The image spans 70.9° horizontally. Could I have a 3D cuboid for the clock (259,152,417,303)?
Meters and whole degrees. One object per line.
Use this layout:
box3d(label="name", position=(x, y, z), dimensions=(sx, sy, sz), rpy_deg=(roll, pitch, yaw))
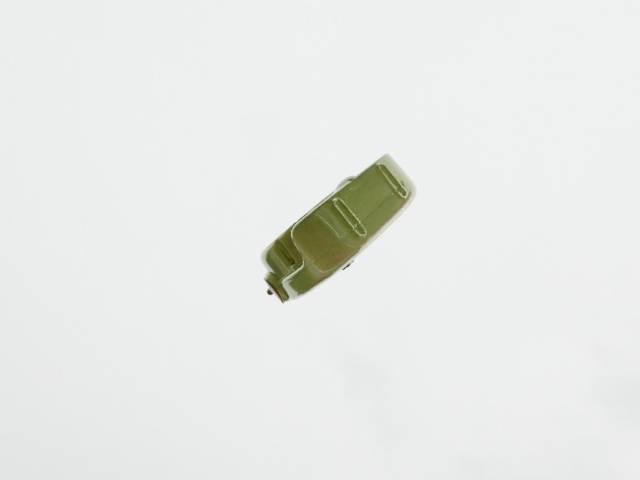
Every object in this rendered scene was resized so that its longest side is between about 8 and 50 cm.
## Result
box3d(label="clock", position=(0.000, 0.000, 0.730), dimensions=(0.096, 0.235, 0.308), rpy_deg=(49, -37, -2))
